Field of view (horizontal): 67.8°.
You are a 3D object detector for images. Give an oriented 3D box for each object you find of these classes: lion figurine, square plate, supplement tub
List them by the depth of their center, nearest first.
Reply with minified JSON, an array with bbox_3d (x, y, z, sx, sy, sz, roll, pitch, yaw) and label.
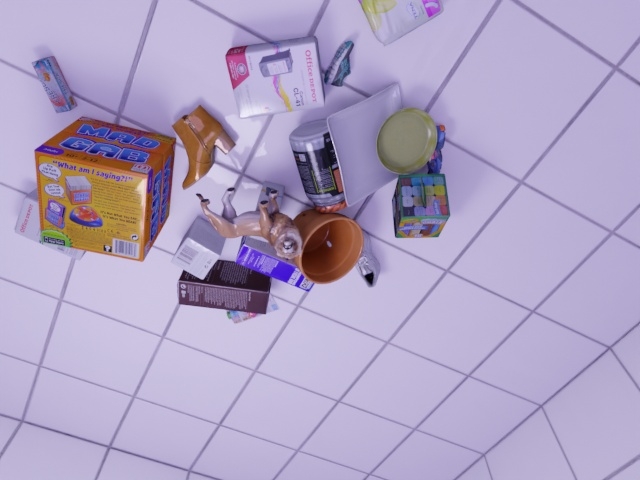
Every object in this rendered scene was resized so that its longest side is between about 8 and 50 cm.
[{"bbox_3d":[-0.254,-0.060,1.726,0.393,0.142,0.240,9,130,16],"label":"lion figurine"},{"bbox_3d":[0.179,-0.347,1.729,0.344,0.049,0.347,-32,124,-25],"label":"square plate"},{"bbox_3d":[0.012,-0.274,1.783,0.194,0.193,0.315,-12,120,7],"label":"supplement tub"}]

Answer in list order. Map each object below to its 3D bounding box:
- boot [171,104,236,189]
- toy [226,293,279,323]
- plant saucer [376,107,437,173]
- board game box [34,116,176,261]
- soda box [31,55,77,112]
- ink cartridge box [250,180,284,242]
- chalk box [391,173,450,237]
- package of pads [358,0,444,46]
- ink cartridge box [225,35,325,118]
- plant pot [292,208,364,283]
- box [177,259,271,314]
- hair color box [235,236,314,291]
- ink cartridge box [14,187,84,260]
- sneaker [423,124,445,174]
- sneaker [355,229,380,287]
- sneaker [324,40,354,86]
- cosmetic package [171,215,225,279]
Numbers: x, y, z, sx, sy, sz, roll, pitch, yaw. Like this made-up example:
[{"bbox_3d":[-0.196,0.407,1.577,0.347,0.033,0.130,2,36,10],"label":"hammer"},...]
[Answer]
[{"bbox_3d":[-0.486,-0.351,1.803,0.295,0.104,0.211,-40,108,17],"label":"boot"},{"bbox_3d":[-0.330,0.324,2.237,0.237,0.056,0.136,-18,121,11],"label":"toy"},{"bbox_3d":[0.307,-0.362,1.728,0.241,0.037,0.240,-7,116,-15],"label":"plant saucer"},{"bbox_3d":[-0.763,-0.193,1.741,0.357,0.356,0.356,12,121,-7],"label":"board game box"},{"bbox_3d":[-0.941,-0.551,1.692,0.058,0.063,0.183,-10,121,6],"label":"soda box"},{"bbox_3d":[-0.208,-0.116,1.872,0.093,0.212,0.154,16,121,-6],"label":"ink cartridge box"},{"bbox_3d":[0.378,-0.139,1.796,0.179,0.180,0.289,-1,161,1],"label":"chalk box"},{"bbox_3d":[0.227,-0.802,1.508,0.229,0.101,0.296,-26,118,15],"label":"package of pads"},{"bbox_3d":[-0.149,-0.561,1.644,0.307,0.131,0.226,-7,121,6],"label":"ink cartridge box"},{"bbox_3d":[0.000,0.000,1.908,0.291,0.203,0.290,-16,124,-25],"label":"plant pot"},{"bbox_3d":[-0.408,0.194,2.080,0.382,0.191,0.143,7,122,-3],"label":"box"},{"bbox_3d":[-0.173,0.070,2.003,0.339,0.185,0.110,22,120,-12],"label":"hair color box"},{"bbox_3d":[-1.075,-0.070,1.962,0.273,0.114,0.197,28,119,-17],"label":"ink cartridge box"},{"bbox_3d":[0.421,-0.333,1.821,0.087,0.083,0.221,4,114,8],"label":"sneaker"},{"bbox_3d":[0.184,0.073,2.036,0.111,0.129,0.297,-24,118,17],"label":"sneaker"},{"bbox_3d":[0.079,-0.611,1.661,0.076,0.065,0.166,15,125,-28],"label":"sneaker"},{"bbox_3d":[-0.500,0.029,1.979,0.151,0.183,0.151,32,116,-17],"label":"cosmetic package"}]
